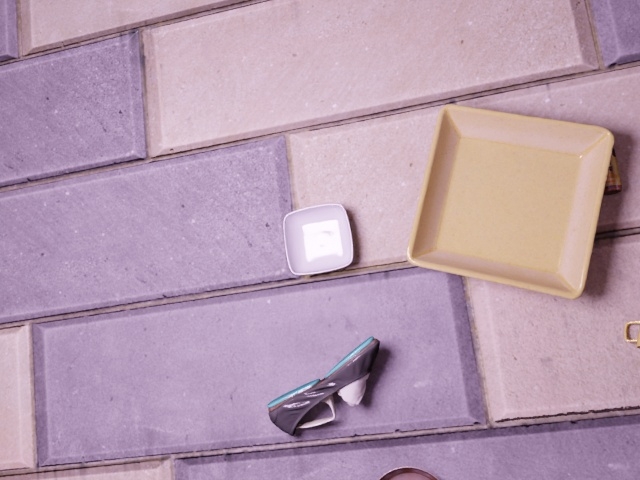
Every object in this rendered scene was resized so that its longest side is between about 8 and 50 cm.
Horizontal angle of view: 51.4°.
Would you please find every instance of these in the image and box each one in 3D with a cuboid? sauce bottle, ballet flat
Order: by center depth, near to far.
[{"bbox_3d":[0.553,-0.153,1.292,0.042,0.042,0.128,-10,78,12],"label":"sauce bottle"},{"bbox_3d":[0.023,0.299,1.329,0.280,0.095,0.096,-36,84,16],"label":"ballet flat"}]

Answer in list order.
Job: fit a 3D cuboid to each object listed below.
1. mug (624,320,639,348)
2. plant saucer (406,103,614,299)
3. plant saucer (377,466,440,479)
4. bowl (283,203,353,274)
[{"bbox_3d":[0.606,0.166,1.219,0.078,0.062,0.064,6,75,8],"label":"mug"},{"bbox_3d":[0.366,-0.077,1.305,0.333,0.081,0.332,12,84,15],"label":"plant saucer"},{"bbox_3d":[0.175,0.521,1.282,0.169,0.029,0.168,-2,81,12],"label":"plant saucer"},{"bbox_3d":[0.000,0.000,1.395,0.142,0.053,0.141,-11,79,13],"label":"bowl"}]
